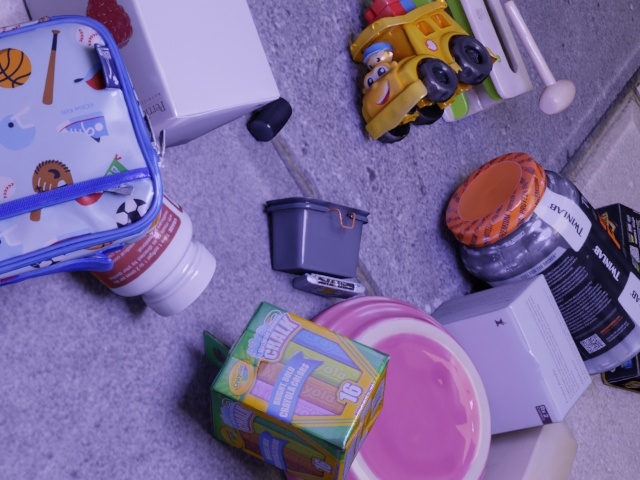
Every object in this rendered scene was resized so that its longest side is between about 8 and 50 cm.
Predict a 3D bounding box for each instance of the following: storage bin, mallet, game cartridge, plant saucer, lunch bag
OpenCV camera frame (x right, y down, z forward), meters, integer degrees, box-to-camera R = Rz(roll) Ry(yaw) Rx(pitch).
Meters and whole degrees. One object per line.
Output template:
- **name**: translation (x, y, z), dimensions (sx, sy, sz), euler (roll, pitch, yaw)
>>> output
- **storage bin**: translation (0.000, 0.000, 1.537), dimensions (0.135, 0.098, 0.091), euler (11, 78, -44)
- **mallet**: translation (-0.116, -0.207, 1.533), dimensions (0.190, 0.039, 0.062), euler (43, 51, -21)
- **game cartridge**: translation (0.010, 0.060, 1.536), dimensions (0.083, 0.056, 0.017), euler (13, 77, -21)
- **plant saucer**: translation (0.099, 0.229, 1.509), dimensions (0.332, 0.084, 0.332), euler (11, 69, -31)
- **lunch bag**: translation (-0.299, -0.072, 1.122), dimensions (0.304, 0.115, 0.243), euler (-16, 84, -11)

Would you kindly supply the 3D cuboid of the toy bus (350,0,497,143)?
- **toy bus**: translation (0.122, -0.276, 1.740), dimensions (0.220, 0.149, 0.211), euler (-33, 87, -45)

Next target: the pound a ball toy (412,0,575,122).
- **pound a ball toy**: translation (0.267, -0.330, 1.853), dimensions (0.136, 0.208, 0.319), euler (-26, 94, -48)

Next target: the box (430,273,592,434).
- **box**: translation (0.256, 0.167, 1.672), dimensions (0.119, 0.182, 0.180), euler (-34, 101, -50)

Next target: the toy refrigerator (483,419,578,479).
- **toy refrigerator**: translation (0.277, 0.344, 1.652), dimensions (0.094, 0.102, 0.269), euler (60, 31, -12)

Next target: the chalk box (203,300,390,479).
- **chalk box**: translation (-0.046, 0.170, 1.346), dimensions (0.213, 0.132, 0.132), euler (22, 58, 13)

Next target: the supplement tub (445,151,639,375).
- **supplement tub**: translation (0.355, 0.035, 1.809), dimensions (0.338, 0.207, 0.207), euler (45, 47, -26)

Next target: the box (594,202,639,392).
- **box**: translation (0.593, 0.116, 2.130), dimensions (0.257, 0.079, 0.321), euler (18, 63, -44)

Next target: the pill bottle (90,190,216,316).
- **pill bottle**: translation (-0.219, -0.017, 1.281), dimensions (0.216, 0.121, 0.121), euler (45, 47, -26)

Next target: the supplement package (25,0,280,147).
- **supplement package**: translation (-0.205, -0.259, 1.346), dimensions (0.175, 0.178, 0.292), euler (-20, 90, -49)
